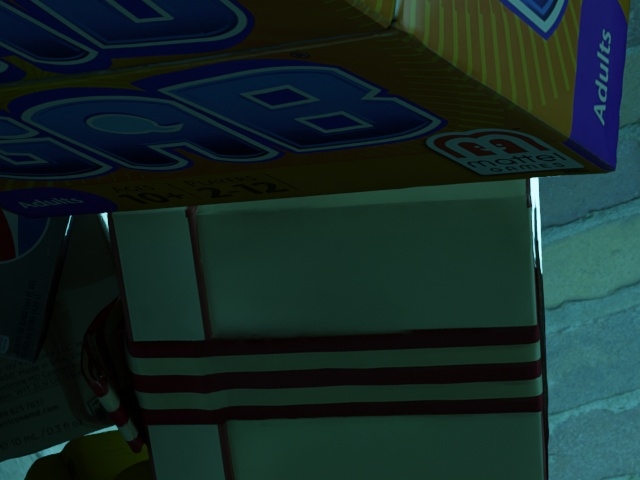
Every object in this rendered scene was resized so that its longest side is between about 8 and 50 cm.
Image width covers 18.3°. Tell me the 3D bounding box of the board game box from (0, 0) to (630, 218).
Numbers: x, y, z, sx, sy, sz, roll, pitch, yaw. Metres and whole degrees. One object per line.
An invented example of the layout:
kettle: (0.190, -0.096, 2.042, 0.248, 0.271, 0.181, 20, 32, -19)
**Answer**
board game box: (-0.093, -0.236, 0.864, 0.356, 0.356, 0.356, 26, 66, -50)

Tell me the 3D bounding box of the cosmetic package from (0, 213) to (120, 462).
cosmetic package: (-0.194, -0.026, 1.288, 0.153, 0.129, 0.296, -71, 141, -76)

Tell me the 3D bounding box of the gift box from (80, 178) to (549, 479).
gift box: (0.000, 0.000, 1.163, 0.255, 0.258, 0.276, -78, 163, -64)

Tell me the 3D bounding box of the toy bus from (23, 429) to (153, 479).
toy bus: (-0.061, 0.242, 1.200, 0.332, 0.108, 0.130, 54, -48, 32)

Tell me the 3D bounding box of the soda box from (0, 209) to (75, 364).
soda box: (-0.177, -0.068, 1.158, 0.083, 0.092, 0.263, -105, -150, -82)
